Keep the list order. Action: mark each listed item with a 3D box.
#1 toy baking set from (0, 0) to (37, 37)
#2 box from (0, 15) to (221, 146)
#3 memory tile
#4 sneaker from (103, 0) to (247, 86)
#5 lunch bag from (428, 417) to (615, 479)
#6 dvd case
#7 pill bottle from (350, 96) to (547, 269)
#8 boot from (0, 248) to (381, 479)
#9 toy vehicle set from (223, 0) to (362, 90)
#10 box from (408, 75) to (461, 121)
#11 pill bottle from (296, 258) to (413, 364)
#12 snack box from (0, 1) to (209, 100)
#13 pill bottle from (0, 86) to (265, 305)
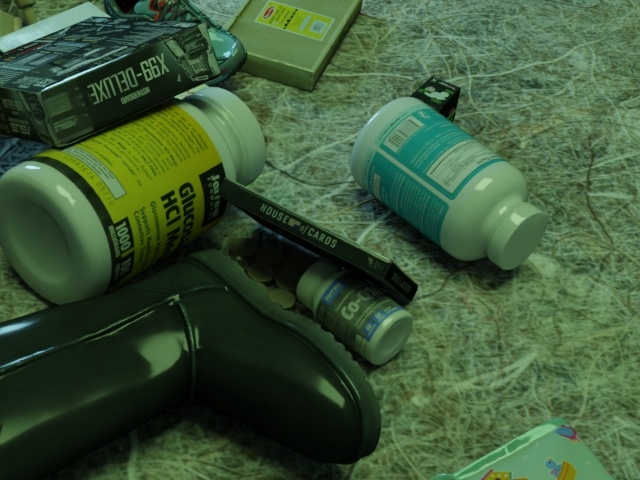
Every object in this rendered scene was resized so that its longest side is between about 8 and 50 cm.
[{"bbox_3d":[-0.488,-0.397,2.156,0.030,0.256,0.197,-15,2,22],"label":"toy baking set"},{"bbox_3d":[-0.312,-0.212,1.904,0.242,0.076,0.307,-29,24,-30],"label":"box"},{"bbox_3d":[-0.080,0.055,1.877,0.113,0.012,0.148,16,41,6],"label":"memory tile"},{"bbox_3d":[-0.228,-0.316,2.183,0.262,0.125,0.104,26,70,24],"label":"sneaker"},{"bbox_3d":[0.197,0.337,1.494,0.262,0.160,0.223,-22,52,-18],"label":"lunch bag"},{"bbox_3d":[0.000,0.000,1.854,0.239,0.179,0.029,26,86,18],"label":"dvd case"},{"bbox_3d":[0.175,-0.070,1.977,0.146,0.146,0.264,-26,52,-36],"label":"pill bottle"},{"bbox_3d":[-0.212,0.187,1.580,0.445,0.146,0.367,-18,37,-35],"label":"boot"},{"bbox_3d":[-0.048,-0.338,2.331,0.166,0.035,0.267,18,40,9],"label":"toy vehicle set"},{"bbox_3d":[0.163,-0.194,2.186,0.052,0.062,0.083,26,42,20],"label":"box"},{"bbox_3d":[0.040,0.085,1.816,0.137,0.078,0.078,36,46,28],"label":"pill bottle"},{"bbox_3d":[-0.303,-0.220,2.116,0.322,0.060,0.187,37,48,28],"label":"snack box"},{"bbox_3d":[-0.228,-0.068,1.852,0.188,0.188,0.334,33,45,25],"label":"pill bottle"}]
